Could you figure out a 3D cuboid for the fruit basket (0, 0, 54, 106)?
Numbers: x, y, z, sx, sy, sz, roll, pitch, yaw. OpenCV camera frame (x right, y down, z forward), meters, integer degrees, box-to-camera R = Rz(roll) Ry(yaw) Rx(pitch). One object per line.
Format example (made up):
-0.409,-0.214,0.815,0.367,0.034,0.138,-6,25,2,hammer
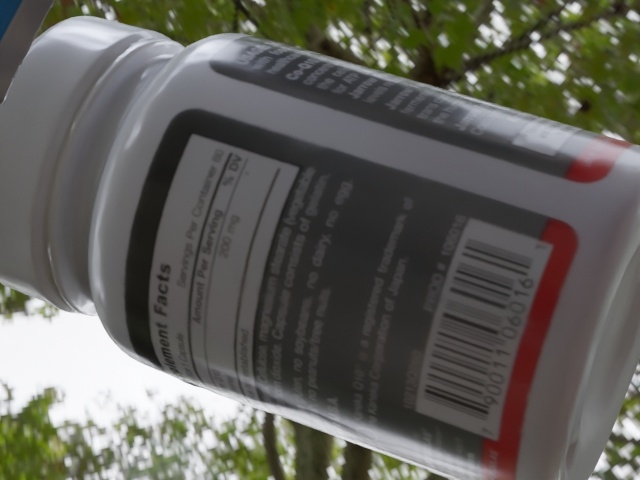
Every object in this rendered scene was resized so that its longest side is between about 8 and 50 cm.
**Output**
-0.191,-0.238,0.475,0.353,0.165,0.327,22,-116,2,fruit basket

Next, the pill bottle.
0.000,0.000,0.721,0.283,0.161,0.161,18,-68,20,pill bottle
